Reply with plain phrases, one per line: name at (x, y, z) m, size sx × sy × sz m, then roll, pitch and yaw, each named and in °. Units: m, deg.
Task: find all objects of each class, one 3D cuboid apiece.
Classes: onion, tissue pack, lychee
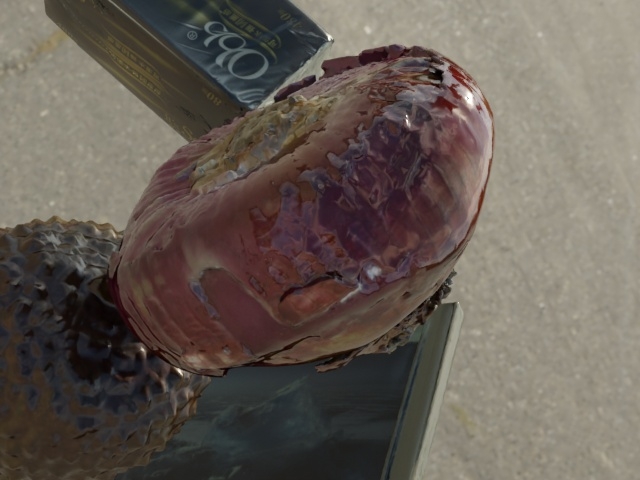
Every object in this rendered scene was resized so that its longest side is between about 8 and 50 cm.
onion at (0.000, 0.000, 0.637) m, size 0.163 × 0.230 × 0.230 m, roll 59°, pitch 27°, yaw -25°
tissue pack at (-0.174, -0.286, 1.532) m, size 0.370 × 0.210 × 0.198 m, roll 41°, pitch 64°, yaw 7°
lychee at (-0.172, 0.072, 0.780) m, size 0.200 × 0.238 × 0.200 m, roll 31°, pitch 37°, yaw -27°

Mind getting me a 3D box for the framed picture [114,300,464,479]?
framed picture at (-0.091, 0.205, 1.184) m, size 0.028 × 0.446 × 0.326 m, roll 61°, pitch 34°, yaw -36°
